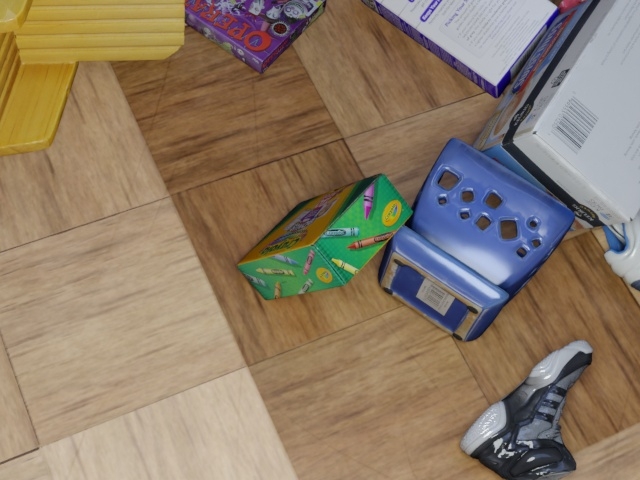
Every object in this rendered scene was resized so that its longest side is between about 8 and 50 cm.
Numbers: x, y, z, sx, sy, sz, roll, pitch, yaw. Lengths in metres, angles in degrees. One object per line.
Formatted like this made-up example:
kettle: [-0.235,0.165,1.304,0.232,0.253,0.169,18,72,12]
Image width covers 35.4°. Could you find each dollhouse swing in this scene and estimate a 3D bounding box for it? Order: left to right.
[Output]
dollhouse swing: [-0.395,-0.307,1.614,0.305,0.347,0.315,11,61,-3]

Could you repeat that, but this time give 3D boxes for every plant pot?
plant pot: [0.229,0.015,1.599,0.236,0.236,0.212,35,68,10]

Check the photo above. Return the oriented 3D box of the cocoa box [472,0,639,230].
cocoa box: [0.457,-0.218,1.687,0.231,0.228,0.347,38,74,-13]

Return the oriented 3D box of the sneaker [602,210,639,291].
sneaker: [0.612,-0.049,1.738,0.236,0.130,0.323,25,67,1]

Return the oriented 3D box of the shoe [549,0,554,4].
shoe: [0.424,-0.453,1.957,0.058,0.076,0.219,21,61,-2]

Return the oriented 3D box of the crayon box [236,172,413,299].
crayon box: [0.000,0.000,1.545,0.165,0.278,0.081,-46,104,-26]

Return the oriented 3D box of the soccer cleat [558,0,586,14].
soccer cleat: [0.513,-0.360,1.881,0.095,0.083,0.248,-17,95,-33]

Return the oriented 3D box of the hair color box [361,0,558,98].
hair color box: [0.252,-0.443,1.877,0.339,0.110,0.185,39,92,11]

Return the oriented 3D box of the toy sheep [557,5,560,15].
toy sheep: [0.494,-0.416,1.944,0.091,0.091,0.132,21,77,3]

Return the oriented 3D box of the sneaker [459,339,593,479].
sneaker: [0.354,0.281,1.549,0.268,0.101,0.153,-37,73,-17]

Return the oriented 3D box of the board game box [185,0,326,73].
board game box: [-0.186,-0.480,1.908,0.347,0.056,0.208,35,67,10]
